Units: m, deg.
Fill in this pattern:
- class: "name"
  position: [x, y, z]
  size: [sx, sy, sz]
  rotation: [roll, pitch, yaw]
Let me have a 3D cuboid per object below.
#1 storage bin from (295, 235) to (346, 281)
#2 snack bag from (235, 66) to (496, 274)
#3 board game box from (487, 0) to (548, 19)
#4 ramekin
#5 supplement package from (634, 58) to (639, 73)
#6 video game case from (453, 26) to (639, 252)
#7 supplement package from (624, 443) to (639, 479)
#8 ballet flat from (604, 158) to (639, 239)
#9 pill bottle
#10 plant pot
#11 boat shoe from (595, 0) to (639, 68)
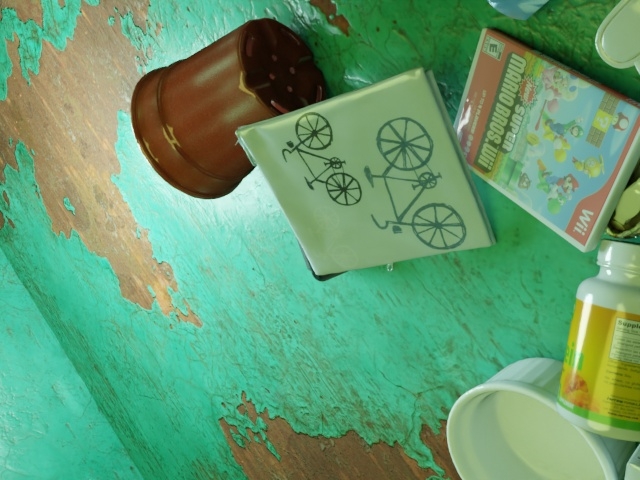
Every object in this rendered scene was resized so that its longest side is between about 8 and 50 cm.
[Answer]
- class: "storage bin"
  position: [0.000, 0.000, 1.343]
  size: [0.135, 0.098, 0.091]
  rotation: [70, 165, -9]
- class: "snack bag"
  position: [0.071, -0.087, 1.128]
  size: [0.343, 0.037, 0.323]
  rotation: [-13, 120, 29]
- class: "board game box"
  position: [0.281, -0.376, 0.910]
  size: [0.169, 0.033, 0.133]
  rotation: [-39, 76, 42]
- class: "ramekin"
  position: [0.354, 0.322, 1.112]
  size: [0.277, 0.135, 0.277]
  rotation: [23, 125, 36]
- class: "supplement package"
  position: [0.472, -0.184, 0.659]
  size: [0.262, 0.204, 0.145]
  rotation: [-31, 88, 39]
- class: "video game case"
  position: [0.297, -0.144, 0.962]
  size: [0.285, 0.025, 0.204]
  rotation: [46, 137, 40]
- class: "supplement package"
  position: [0.488, 0.311, 0.940]
  size: [0.105, 0.179, 0.105]
  rotation: [18, 122, 38]
- class: "ballet flat"
  position: [0.425, -0.093, 0.875]
  size: [0.091, 0.077, 0.240]
  rotation: [35, 131, 28]
- class: "pill bottle"
  position: [0.402, 0.126, 0.929]
  size: [0.136, 0.136, 0.245]
  rotation: [13, 97, 40]
- class: "plant pot"
  position: [-0.149, -0.244, 1.252]
  size: [0.265, 0.272, 0.272]
  rotation: [-22, 94, 39]
- class: "boat shoe"
  position: [0.422, -0.291, 0.777]
  size: [0.095, 0.079, 0.254]
  rotation: [49, 139, 11]
